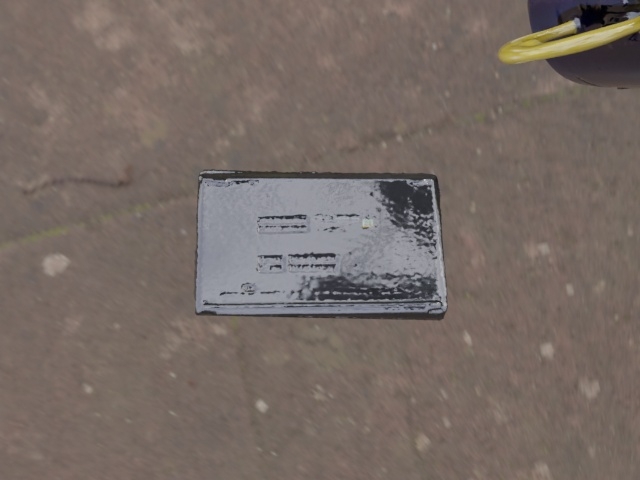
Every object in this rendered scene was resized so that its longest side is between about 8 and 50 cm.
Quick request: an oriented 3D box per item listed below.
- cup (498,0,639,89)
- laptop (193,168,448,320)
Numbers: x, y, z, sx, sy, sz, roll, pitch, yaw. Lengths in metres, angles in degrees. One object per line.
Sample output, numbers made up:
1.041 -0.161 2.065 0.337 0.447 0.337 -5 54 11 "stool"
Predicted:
0.291 -0.236 1.521 0.255 0.256 0.178 8 91 -24 "cup"
0.000 0.000 1.241 0.197 0.016 0.135 0 60 -4 "laptop"
